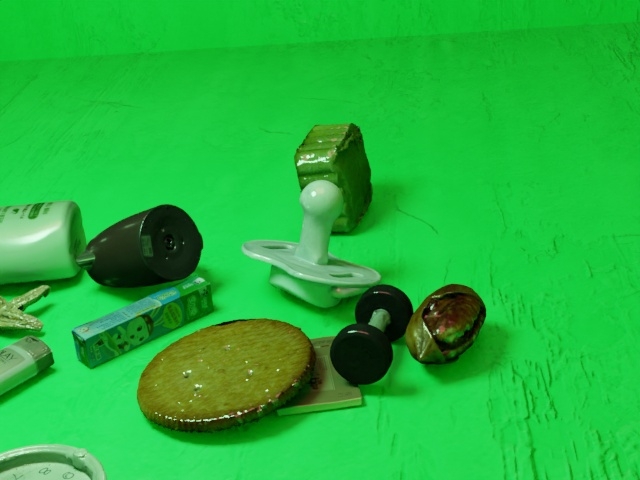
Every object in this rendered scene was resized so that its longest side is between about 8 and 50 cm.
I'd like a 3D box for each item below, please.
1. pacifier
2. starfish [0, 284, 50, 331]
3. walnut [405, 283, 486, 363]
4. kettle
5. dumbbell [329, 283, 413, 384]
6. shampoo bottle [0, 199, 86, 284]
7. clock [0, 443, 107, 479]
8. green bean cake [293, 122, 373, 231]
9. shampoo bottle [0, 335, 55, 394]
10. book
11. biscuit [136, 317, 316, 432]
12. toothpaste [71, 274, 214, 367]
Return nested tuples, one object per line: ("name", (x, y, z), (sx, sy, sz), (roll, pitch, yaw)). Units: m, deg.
("pacifier", (0.000, 0.000, 1.936), (0.238, 0.226, 0.287), (-3, 20, -41))
("starfish", (-0.619, 0.144, 1.956), (0.227, 0.043, 0.240), (16, 37, 41))
("walnut", (0.205, 0.142, 1.729), (0.115, 0.116, 0.207), (10, 30, 28))
("kettle", (-0.339, 0.017, 2.019), (0.232, 0.144, 0.202), (-12, -1, 44))
("dumbbell", (0.087, 0.152, 1.721), (0.100, 0.100, 0.191), (3, 21, 17))
("shampoo bottle", (-0.662, 0.011, 2.115), (0.349, 0.151, 0.222), (-6, 25, 1))
("clock", (-0.411, 0.367, 1.450), (0.236, 0.053, 0.236), (-3, 24, 1))
("green bean cake", (0.032, -0.134, 2.221), (0.113, 0.200, 0.214), (-5, 28, 21))
("shampoo bottle", (-0.559, 0.234, 1.746), (0.086, 0.056, 0.227), (18, 34, 37))
("book", (-0.012, 0.218, 1.717), (0.138, 0.016, 0.199), (-7, 26, -3))
("biscuit", (-0.153, 0.218, 1.703), (0.305, 0.038, 0.305), (-10, 26, 5))
("toothpaste", (-0.315, 0.142, 1.875), (0.266, 0.065, 0.050), (-24, 31, -34))
